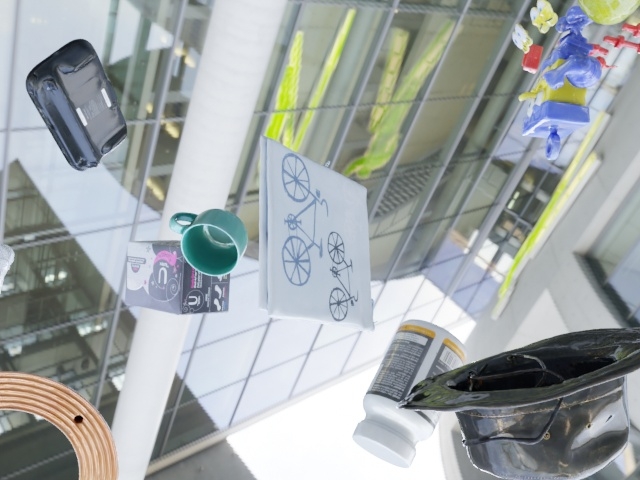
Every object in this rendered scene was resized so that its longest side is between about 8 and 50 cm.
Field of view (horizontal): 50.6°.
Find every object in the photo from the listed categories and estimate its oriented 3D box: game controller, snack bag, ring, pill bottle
[{"bbox_3d":[-0.514,-0.283,1.461,0.067,0.319,0.166,28,-116,16],"label":"game controller"},{"bbox_3d":[0.000,0.000,1.271,0.342,0.037,0.323,18,-114,-53],"label":"snack bag"},{"bbox_3d":[-0.480,0.355,1.028,0.337,0.336,0.032,11,-174,-17],"label":"ring"},{"bbox_3d":[0.184,0.318,1.417,0.162,0.162,0.278,28,-114,8],"label":"pill bottle"}]

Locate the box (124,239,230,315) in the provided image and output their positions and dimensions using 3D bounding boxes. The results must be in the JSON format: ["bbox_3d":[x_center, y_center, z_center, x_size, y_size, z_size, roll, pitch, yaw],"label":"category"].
[{"bbox_3d":[-0.344,0.083,1.616,0.247,0.163,0.142,4,-178,43],"label":"box"}]

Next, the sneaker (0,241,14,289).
[{"bbox_3d":[-0.663,0.124,1.273,0.137,0.366,0.210,15,-137,-17],"label":"sneaker"}]

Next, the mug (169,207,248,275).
[{"bbox_3d":[-0.227,-0.014,1.444,0.157,0.129,0.097,60,-154,-22],"label":"mug"}]

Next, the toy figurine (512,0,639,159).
[{"bbox_3d":[0.375,-0.217,0.946,0.191,0.217,0.362,15,177,-2],"label":"toy figurine"}]

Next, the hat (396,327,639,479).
[{"bbox_3d":[0.259,0.196,0.768,0.331,0.331,0.134,-10,-99,-40],"label":"hat"}]
